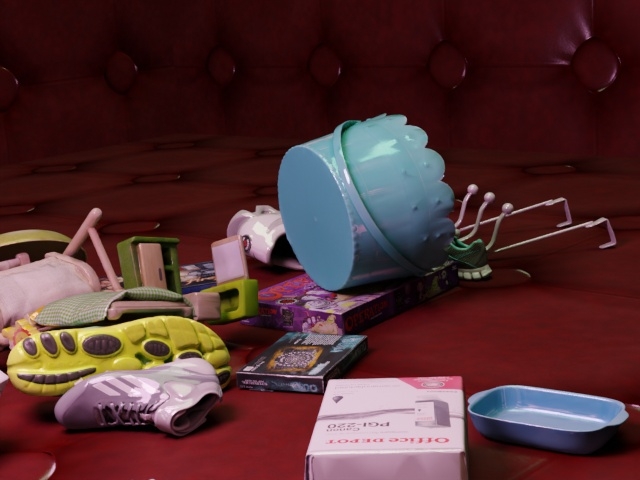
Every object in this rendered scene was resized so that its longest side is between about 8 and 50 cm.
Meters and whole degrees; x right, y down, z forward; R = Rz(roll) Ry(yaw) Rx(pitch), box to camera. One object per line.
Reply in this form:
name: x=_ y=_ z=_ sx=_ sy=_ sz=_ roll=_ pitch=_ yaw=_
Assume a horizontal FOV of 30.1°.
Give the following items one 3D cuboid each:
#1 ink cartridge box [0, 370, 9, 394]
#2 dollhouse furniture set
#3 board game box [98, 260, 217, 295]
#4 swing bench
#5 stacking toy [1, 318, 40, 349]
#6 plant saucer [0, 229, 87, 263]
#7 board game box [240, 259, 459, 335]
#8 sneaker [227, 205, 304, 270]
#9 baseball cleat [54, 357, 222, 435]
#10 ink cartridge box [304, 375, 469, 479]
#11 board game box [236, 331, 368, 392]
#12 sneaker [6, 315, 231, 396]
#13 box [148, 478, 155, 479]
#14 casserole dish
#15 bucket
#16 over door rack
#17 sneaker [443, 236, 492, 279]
ink cartridge box: x=-0.570 y=0.131 z=1.373 sx=0.353 sy=0.119 sz=0.207 roll=34 pitch=22 yaw=9
dollhouse furniture set: x=-0.260 y=0.053 z=1.699 sx=0.198 sy=0.151 sz=0.301 roll=-16 pitch=-12 yaw=37
board game box: x=-0.266 y=0.085 z=2.064 sx=0.243 sy=0.042 sz=0.165 roll=-9 pitch=13 yaw=-21
swing bench: x=-0.472 y=0.084 z=1.823 sx=0.255 sy=0.165 sz=0.253 roll=-26 pitch=-5 yaw=42
stacking toy: x=-0.499 y=0.180 z=1.580 sx=0.221 sy=0.052 sz=0.167 roll=-28 pitch=-5 yaw=32
plant saucer: x=-0.529 y=0.038 z=2.068 sx=0.241 sy=0.037 sz=0.241 roll=-15 pitch=-21 yaw=-6
board game box: x=0.054 y=0.084 z=1.965 sx=0.208 sy=0.056 sz=0.347 roll=0 pitch=13 yaw=37
sneaker: x=0.000 y=0.000 z=2.254 sx=0.331 sy=0.122 sz=0.146 roll=-10 pitch=32 yaw=-31
baseball cleat: x=-0.223 y=0.201 z=1.457 sx=0.206 sy=0.072 sz=0.109 roll=-18 pitch=34 yaw=-7
ink cartridge box: x=0.075 y=0.219 z=1.237 sx=0.159 sy=0.092 sz=0.218 roll=-3 pitch=14 yaw=7
board game box: x=-0.022 y=0.167 z=1.648 sx=0.126 sy=0.026 sz=0.186 roll=1 pitch=13 yaw=21
sneaker: x=-0.263 y=0.155 z=1.569 sx=0.296 sy=0.109 sz=0.123 roll=3 pitch=-7 yaw=-19
box: x=-0.169 y=0.280 z=1.180 sx=0.094 sy=0.027 sz=0.137 roll=-12 pitch=14 yaw=-38
casserole dish: x=0.259 y=0.206 z=1.363 sx=0.188 sy=0.037 sz=0.114 roll=4 pitch=15 yaw=34
bucket: x=0.067 y=-0.057 z=1.905 sx=0.183 sy=0.281 sz=0.281 roll=-17 pitch=17 yaw=-26
over door rack: x=0.372 y=-0.044 z=2.304 sx=0.324 sy=0.108 sz=0.239 roll=-6 pitch=13 yaw=-9
sneaker: x=0.222 y=0.026 z=2.100 sx=0.167 sy=0.076 sz=0.065 roll=1 pitch=13 yaw=23
